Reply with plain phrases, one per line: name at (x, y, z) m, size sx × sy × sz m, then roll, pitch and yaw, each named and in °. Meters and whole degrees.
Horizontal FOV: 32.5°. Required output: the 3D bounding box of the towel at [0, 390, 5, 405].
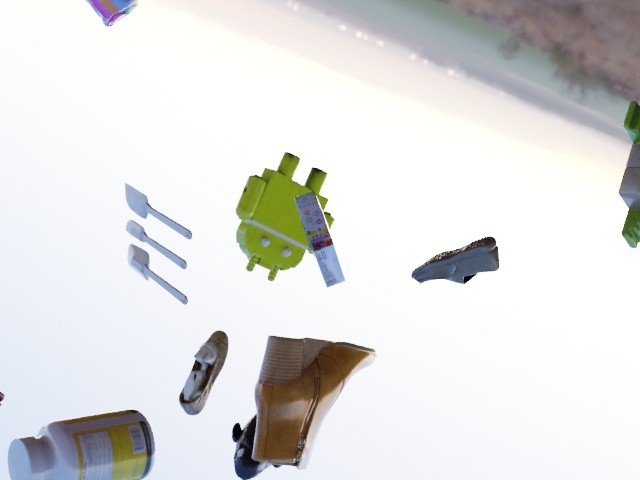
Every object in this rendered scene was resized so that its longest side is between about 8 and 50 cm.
towel at (-0.661, 0.203, 1.885) m, size 0.274 × 0.031 × 0.199 m, roll 2°, pitch 140°, yaw 53°

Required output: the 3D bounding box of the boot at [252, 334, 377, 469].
boot at (-0.014, 0.264, 1.789) m, size 0.104 × 0.211 × 0.295 m, roll 5°, pitch 177°, yaw 35°

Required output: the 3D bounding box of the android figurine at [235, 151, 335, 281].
android figurine at (-0.082, -0.047, 2.390) m, size 0.248 × 0.273 × 0.056 m, roll 29°, pitch 172°, yaw -37°

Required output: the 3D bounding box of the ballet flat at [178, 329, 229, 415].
ballet flat at (-0.265, 0.294, 2.485) m, size 0.073 × 0.206 × 0.067 m, roll 8°, pitch 161°, yaw 27°

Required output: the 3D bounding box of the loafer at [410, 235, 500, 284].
loafer at (0.188, 0.039, 1.525) m, size 0.148 × 0.050 × 0.056 m, roll -23°, pitch -175°, yaw 44°

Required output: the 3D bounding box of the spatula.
spatula at (-0.285, 0.012, 1.923) m, size 0.019 × 0.168 × 0.242 m, roll -9°, pitch -155°, yaw -36°

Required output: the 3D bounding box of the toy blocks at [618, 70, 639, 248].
toy blocks at (0.642, -0.168, 1.729) m, size 0.260 × 0.381 × 0.191 m, roll 5°, pitch 153°, yaw 40°

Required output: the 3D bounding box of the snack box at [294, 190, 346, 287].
snack box at (0.000, 0.000, 1.715) m, size 0.141 × 0.037 × 0.100 m, roll 72°, pitch 177°, yaw -63°

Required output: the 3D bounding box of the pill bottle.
pill bottle at (-0.326, 0.292, 1.502) m, size 0.184 × 0.103 × 0.103 m, roll -3°, pitch -156°, yaw -39°

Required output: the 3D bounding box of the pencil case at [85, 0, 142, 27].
pencil case at (-0.358, -0.423, 1.606) m, size 0.236 × 0.104 × 0.104 m, roll 44°, pitch -175°, yaw -13°

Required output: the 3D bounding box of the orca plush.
orca plush at (-0.109, 0.459, 2.664) m, size 0.151 × 0.102 × 0.287 m, roll 49°, pitch -138°, yaw 9°
